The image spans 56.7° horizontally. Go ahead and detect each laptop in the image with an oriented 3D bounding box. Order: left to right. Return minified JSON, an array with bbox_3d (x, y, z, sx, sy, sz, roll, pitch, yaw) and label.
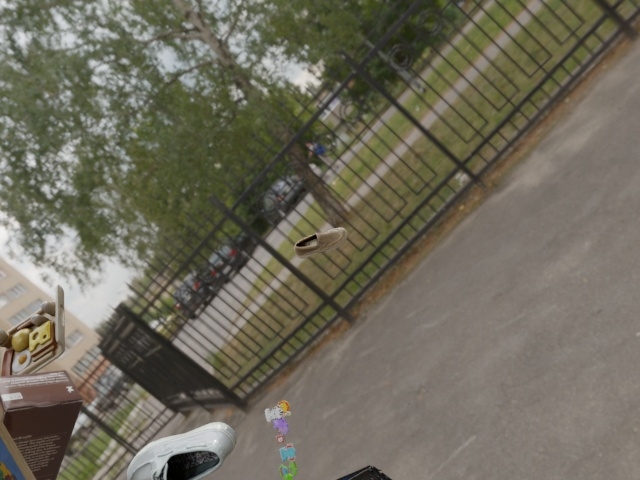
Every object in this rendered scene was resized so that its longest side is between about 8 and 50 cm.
[{"bbox_3d":[0.068,0.623,1.360,0.234,0.264,0.136,-51,3,45],"label":"laptop"}]

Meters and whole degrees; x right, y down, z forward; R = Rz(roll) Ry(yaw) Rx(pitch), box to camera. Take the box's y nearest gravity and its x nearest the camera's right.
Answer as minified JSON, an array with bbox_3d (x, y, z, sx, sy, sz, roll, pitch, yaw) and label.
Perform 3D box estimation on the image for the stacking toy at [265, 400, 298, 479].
[{"bbox_3d":[-0.101,0.585,1.739,0.052,0.221,0.167,-16,-14,3],"label":"stacking toy"}]

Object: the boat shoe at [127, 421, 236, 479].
[{"bbox_3d":[-0.250,0.382,1.010,0.228,0.079,0.081,-28,10,17],"label":"boat shoe"}]

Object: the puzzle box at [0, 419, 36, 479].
[{"bbox_3d":[-0.742,0.520,1.208,0.052,0.408,0.272,1,29,30],"label":"puzzle box"}]

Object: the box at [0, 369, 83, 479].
[{"bbox_3d":[-0.774,0.532,1.526,0.191,0.143,0.381,6,-64,-47],"label":"box"}]

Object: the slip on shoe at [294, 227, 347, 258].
[{"bbox_3d":[0.000,0.000,1.427,0.135,0.051,0.041,-20,-37,-1],"label":"slip on shoe"}]

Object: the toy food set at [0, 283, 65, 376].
[{"bbox_3d":[-0.881,0.289,1.746,0.306,0.092,0.219,-33,48,10],"label":"toy food set"}]
